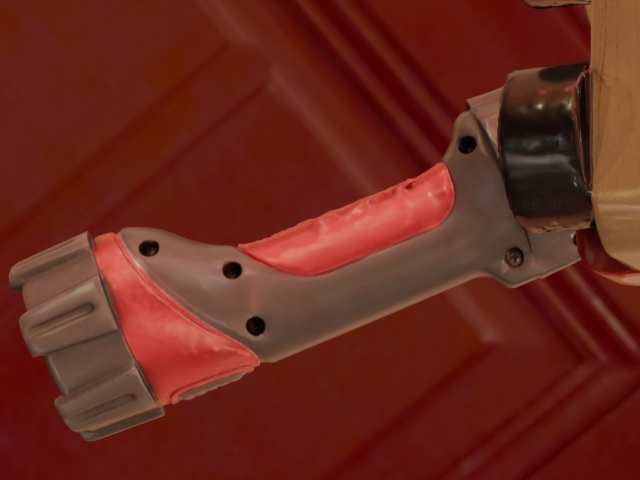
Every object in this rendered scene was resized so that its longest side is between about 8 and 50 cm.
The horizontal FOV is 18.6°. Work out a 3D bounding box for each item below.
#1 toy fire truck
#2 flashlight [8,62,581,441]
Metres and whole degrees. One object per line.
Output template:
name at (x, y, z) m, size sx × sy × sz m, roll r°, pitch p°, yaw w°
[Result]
toy fire truck at (0.143, -0.083, 0.740) m, size 0.246 × 0.158 × 0.217 m, roll 24°, pitch 64°, yaw -63°
flashlight at (0.000, 0.000, 0.985) m, size 0.103 × 0.304 × 0.103 m, roll -115°, pitch -179°, yaw -50°
